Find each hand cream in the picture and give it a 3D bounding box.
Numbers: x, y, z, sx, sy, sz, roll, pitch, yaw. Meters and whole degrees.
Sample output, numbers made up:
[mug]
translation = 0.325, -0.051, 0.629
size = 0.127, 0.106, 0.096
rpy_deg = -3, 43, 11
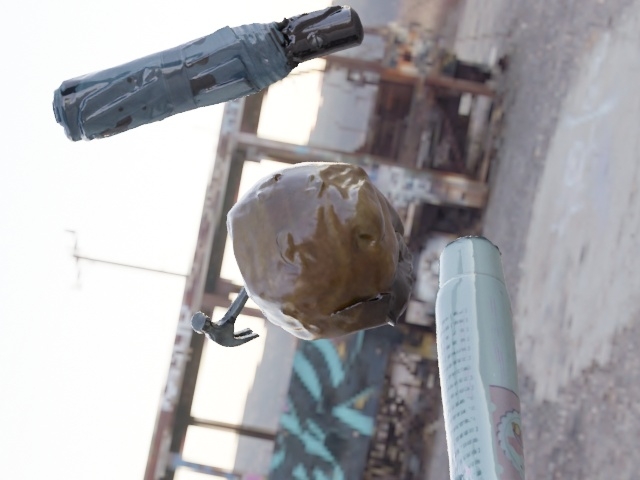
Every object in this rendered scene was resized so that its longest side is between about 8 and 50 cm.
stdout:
[hand cream]
translation = 0.107, 0.129, 0.891
size = 0.331, 0.058, 0.085
rpy_deg = -85, 12, -46

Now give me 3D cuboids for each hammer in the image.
[hammer]
translation = -0.075, 0.036, 1.780
size = 0.103, 0.029, 0.246
rpy_deg = 37, -95, -45

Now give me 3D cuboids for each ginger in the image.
[ginger]
translation = -0.004, 0.001, 1.627
size = 0.269, 0.200, 0.223
rpy_deg = -80, -30, -67

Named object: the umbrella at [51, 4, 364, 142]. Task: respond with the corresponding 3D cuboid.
[umbrella]
translation = -0.088, -0.131, 1.021
size = 0.052, 0.250, 0.053
rpy_deg = 70, -175, -74
